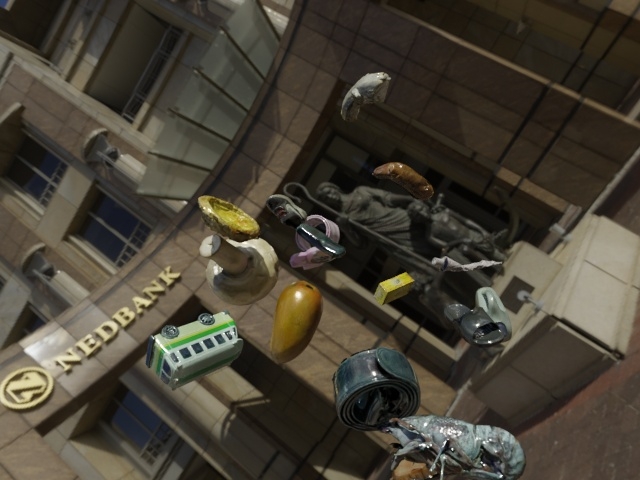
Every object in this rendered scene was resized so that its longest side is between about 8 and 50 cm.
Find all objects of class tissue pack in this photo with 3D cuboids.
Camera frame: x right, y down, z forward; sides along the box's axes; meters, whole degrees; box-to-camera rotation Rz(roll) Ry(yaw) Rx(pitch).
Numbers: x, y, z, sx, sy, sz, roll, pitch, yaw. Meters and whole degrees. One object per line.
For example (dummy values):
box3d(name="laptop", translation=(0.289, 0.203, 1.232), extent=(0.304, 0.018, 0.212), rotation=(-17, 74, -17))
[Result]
box3d(name="tissue pack", translation=(0.335, 0.221, 2.006), extent=(0.176, 0.062, 0.095), rotation=(-18, -39, -35))

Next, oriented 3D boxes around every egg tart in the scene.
box3d(name="egg tart", translation=(-0.351, -0.071, 1.668), extent=(0.095, 0.279, 0.279), rotation=(-57, -15, 13))

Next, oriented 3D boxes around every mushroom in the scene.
box3d(name="mushroom", translation=(0.139, -0.470, 1.442), extent=(0.278, 0.096, 0.099), rotation=(-14, 47, 64))
box3d(name="mushroom", translation=(-0.361, 0.117, 1.867), extent=(0.315, 0.356, 0.315), rotation=(-42, 41, 51))

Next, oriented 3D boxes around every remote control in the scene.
box3d(name="remote control", translation=(0.000, 0.000, 1.714), extent=(0.072, 0.222, 0.042), rotation=(-32, -34, -45))

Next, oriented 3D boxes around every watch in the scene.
box3d(name="watch", translation=(-0.025, 0.005, 2.140), extent=(0.248, 0.217, 0.211), rotation=(-21, -23, 27))

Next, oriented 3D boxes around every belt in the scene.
box3d(name="belt", translation=(0.135, 0.361, 1.055), extent=(0.116, 0.207, 0.267), rotation=(-100, 2, -48))

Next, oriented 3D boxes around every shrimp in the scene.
box3d(name="shrimp", translation=(0.239, 0.451, 0.946), extent=(0.172, 0.372, 0.137), rotation=(31, -126, -68))

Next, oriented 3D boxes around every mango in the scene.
box3d(name="mango", translation=(-0.097, 0.306, 1.650), extent=(0.317, 0.173, 0.211), rotation=(-71, 15, -13))

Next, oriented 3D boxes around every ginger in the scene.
box3d(name="ginger", translation=(0.409, -0.281, 2.069), extent=(0.107, 0.309, 0.133), rotation=(-63, 15, -7))

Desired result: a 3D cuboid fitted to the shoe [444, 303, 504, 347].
box3d(name="shoe", translation=(0.499, 0.261, 1.470), extent=(0.108, 0.241, 0.093), rotation=(-21, -64, -13))

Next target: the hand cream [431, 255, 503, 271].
box3d(name="hand cream", translation=(0.473, 0.078, 1.438), extent=(0.084, 0.257, 0.050), rotation=(-8, 81, 64))

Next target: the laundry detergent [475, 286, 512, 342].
box3d(name="laundry detergent", translation=(0.685, 0.303, 1.745), extent=(0.280, 0.105, 0.214), rotation=(-22, -80, -75))

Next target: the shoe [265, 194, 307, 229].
box3d(name="shoe", translation=(-0.151, -0.120, 2.030), extent=(0.227, 0.112, 0.099), rotation=(31, -58, -33))

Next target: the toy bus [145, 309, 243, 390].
box3d(name="toy bus", translation=(-0.378, 0.338, 1.370), extent=(0.276, 0.165, 0.133), rotation=(-14, -45, -45))

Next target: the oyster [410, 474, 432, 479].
box3d(name="oyster", translation=(0.366, 0.742, 1.116), extent=(0.271, 0.275, 0.100), rotation=(-15, 12, 42))

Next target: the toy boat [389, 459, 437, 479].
box3d(name="toy boat", translation=(0.358, 0.720, 1.409), extent=(0.293, 0.099, 0.108), rotation=(-21, 14, 1))
